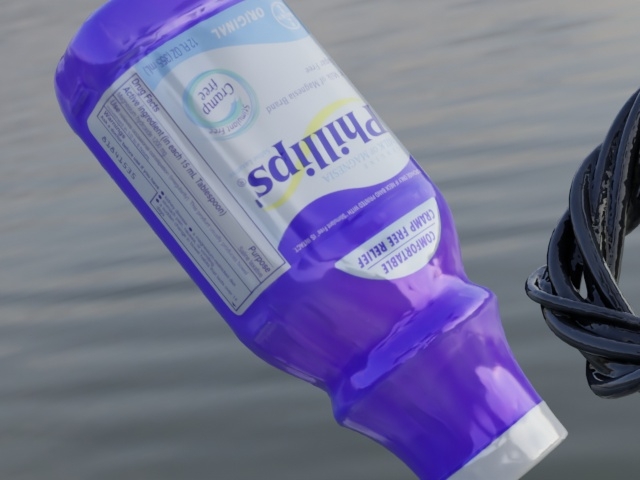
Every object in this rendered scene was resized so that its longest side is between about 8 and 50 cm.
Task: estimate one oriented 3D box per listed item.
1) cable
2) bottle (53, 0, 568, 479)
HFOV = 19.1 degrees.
[{"bbox_3d":[0.148,-0.016,0.600,0.184,0.150,0.047,-14,-31,28],"label":"cable"},{"bbox_3d":[0.000,0.000,0.878,0.118,0.283,0.092,-32,-10,-36],"label":"bottle"}]
